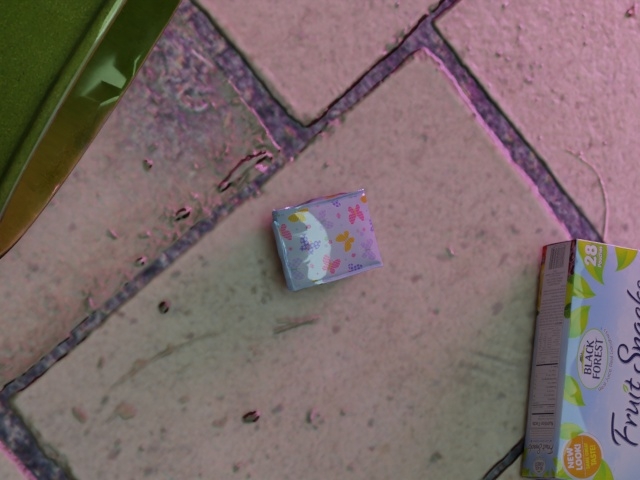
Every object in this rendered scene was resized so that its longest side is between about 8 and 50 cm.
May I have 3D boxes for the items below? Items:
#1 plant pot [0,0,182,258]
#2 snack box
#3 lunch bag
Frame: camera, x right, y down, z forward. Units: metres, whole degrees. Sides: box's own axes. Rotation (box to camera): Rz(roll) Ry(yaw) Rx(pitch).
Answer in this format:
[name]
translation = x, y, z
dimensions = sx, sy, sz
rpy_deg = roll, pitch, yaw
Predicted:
[plant pot]
translation = -0.285, -0.230, 1.347
dimensions = 0.353, 0.366, 0.366
rpy_deg = 33, 73, -3
[snack box]
translation = 0.273, 0.114, 1.647
dimensions = 0.174, 0.070, 0.207
rpy_deg = 10, 79, -20
[lunch bag]
translation = 0.000, 0.000, 1.565
dimensions = 0.083, 0.053, 0.071
rpy_deg = -17, 92, -32
